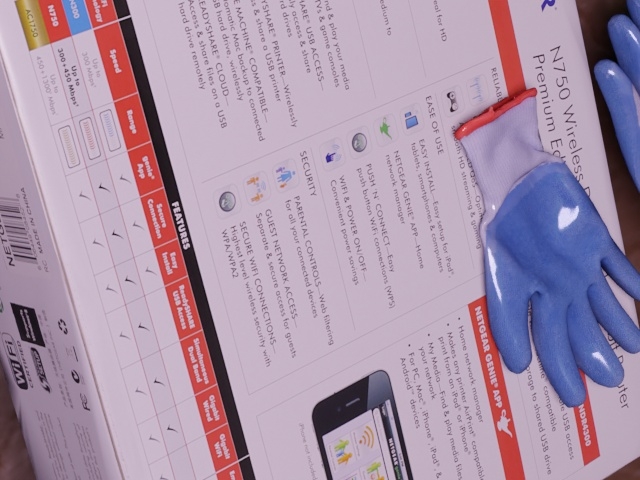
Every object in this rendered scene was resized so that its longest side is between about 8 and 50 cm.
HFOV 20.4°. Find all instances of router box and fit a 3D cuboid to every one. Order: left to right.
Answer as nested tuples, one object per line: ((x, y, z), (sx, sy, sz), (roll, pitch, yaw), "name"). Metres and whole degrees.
((0.000, 0.000, 0.803), (0.301, 0.082, 0.335), (-25, 110, -34), "router box")

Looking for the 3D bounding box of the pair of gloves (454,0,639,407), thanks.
((0.144, -0.024, 0.846), (0.198, 0.023, 0.159), (-35, 115, -30), "pair of gloves")
